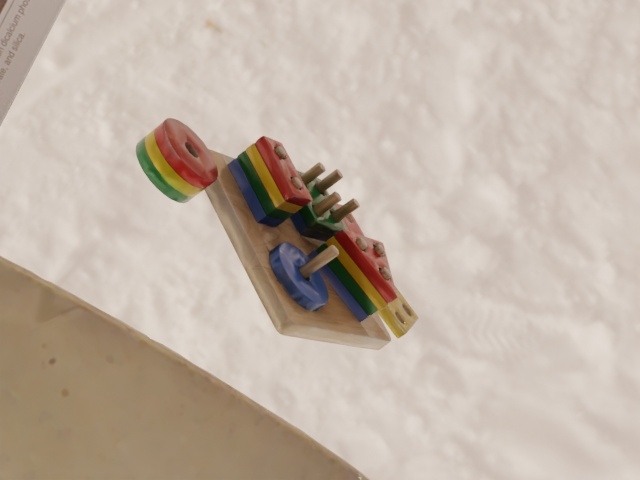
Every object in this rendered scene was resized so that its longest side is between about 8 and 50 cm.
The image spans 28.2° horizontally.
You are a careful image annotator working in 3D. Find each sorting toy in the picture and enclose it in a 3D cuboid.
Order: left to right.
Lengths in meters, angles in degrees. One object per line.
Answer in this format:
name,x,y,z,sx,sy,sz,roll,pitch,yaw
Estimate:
sorting toy,0.000,0.000,0.818,0.274,0.046,0.132,17,40,-59

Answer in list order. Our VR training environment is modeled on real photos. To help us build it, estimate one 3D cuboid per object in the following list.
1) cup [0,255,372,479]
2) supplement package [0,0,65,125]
cup,-0.165,0.134,0.443,0.331,0.331,0.237,32,74,-13
supplement package,-0.163,-0.182,0.477,0.145,0.204,0.262,31,81,-34
